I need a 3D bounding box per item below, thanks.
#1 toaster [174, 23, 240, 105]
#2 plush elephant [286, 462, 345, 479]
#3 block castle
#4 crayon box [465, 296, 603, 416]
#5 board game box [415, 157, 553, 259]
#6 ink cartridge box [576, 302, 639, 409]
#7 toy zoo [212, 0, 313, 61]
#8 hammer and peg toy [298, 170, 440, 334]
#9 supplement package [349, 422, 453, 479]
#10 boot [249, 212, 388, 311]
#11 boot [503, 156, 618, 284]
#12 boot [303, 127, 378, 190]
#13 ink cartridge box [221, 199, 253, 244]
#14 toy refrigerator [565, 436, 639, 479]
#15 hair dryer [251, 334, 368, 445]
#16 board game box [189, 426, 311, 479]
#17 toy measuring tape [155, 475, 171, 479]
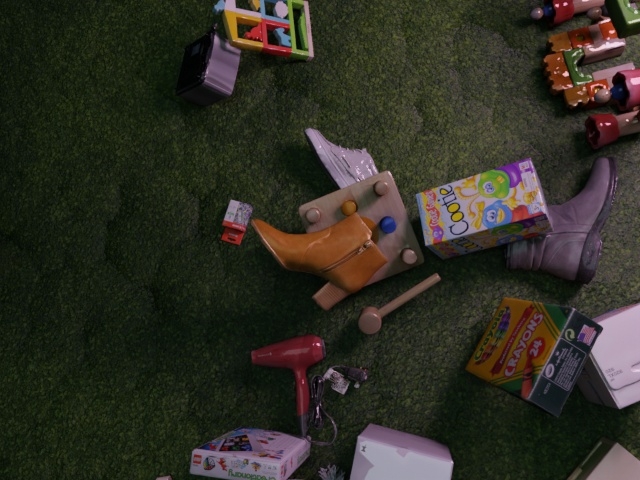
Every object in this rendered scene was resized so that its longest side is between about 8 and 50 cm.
[{"bbox_3d":[-0.324,-0.500,1.561,0.185,0.110,0.168,-4,74,48],"label":"toaster"},{"bbox_3d":[-0.097,0.635,1.209,0.255,0.272,0.330,25,58,-11],"label":"plush elephant"},{"bbox_3d":[0.674,-0.480,1.300,0.212,0.303,0.454,-13,75,8],"label":"block castle"},{"bbox_3d":[0.436,0.235,1.174,0.081,0.318,0.202,31,83,-7],"label":"crayon box"},{"bbox_3d":[0.391,-0.068,1.294,0.275,0.142,0.145,-17,67,25],"label":"board game box"},{"bbox_3d":[0.648,0.248,1.175,0.171,0.233,0.168,-26,74,4],"label":"ink cartridge box"},{"bbox_3d":[-0.164,-0.628,1.543,0.293,0.030,0.193,1,75,-27],"label":"toy zoo"},{"bbox_3d":[0.129,0.032,1.367,0.265,0.127,0.362,-23,94,5],"label":"hammer and peg toy"},{"bbox_3d":[0.171,0.537,1.183,0.199,0.263,0.198,11,79,13],"label":"supplement package"},{"bbox_3d":[0.001,0.001,1.264,0.211,0.104,0.295,-43,97,1],"label":"boot"},{"bbox_3d":[0.585,-0.072,1.327,0.222,0.118,0.339,15,74,21],"label":"boot"},{"bbox_3d":[0.067,-0.221,1.473,0.123,0.095,0.258,-32,82,-4],"label":"boot"},{"bbox_3d":[-0.239,-0.051,1.514,0.062,0.029,0.115,16,80,13],"label":"ink cartridge box"},{"bbox_3d":[0.583,0.567,1.184,0.094,0.102,0.270,40,88,16],"label":"toy refrigerator"},{"bbox_3d":[-0.048,0.343,1.344,0.293,0.080,0.224,29,67,18],"label":"hair dryer"},{"bbox_3d":[-0.146,0.486,1.233,0.192,0.305,0.053,3,81,12],"label":"board game box"},{"bbox_3d":[-0.385,0.760,1.316,0.121,0.121,0.331,-12,75,8],"label":"toy measuring tape"}]
